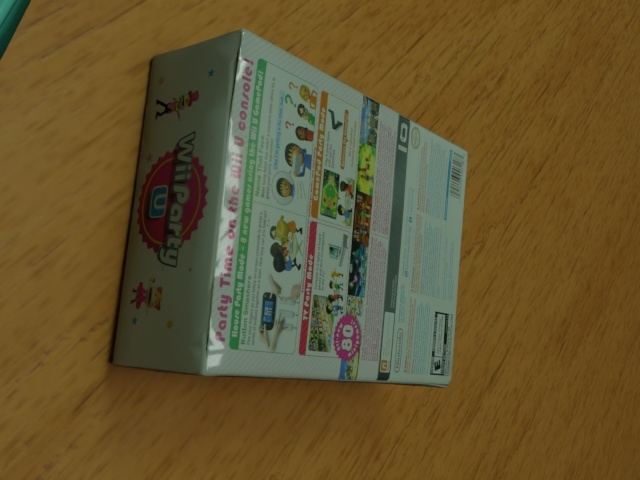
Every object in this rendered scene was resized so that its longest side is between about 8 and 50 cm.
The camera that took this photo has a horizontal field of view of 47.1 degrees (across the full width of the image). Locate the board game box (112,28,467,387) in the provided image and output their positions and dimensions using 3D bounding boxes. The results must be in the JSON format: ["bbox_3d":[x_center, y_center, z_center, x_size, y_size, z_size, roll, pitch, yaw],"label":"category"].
[{"bbox_3d":[0.000,0.000,0.588,0.303,0.097,0.224,17,75,-50],"label":"board game box"}]

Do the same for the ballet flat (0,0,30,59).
[{"bbox_3d":[-0.223,-0.039,0.312,0.139,0.139,0.400,32,66,-45],"label":"ballet flat"}]
